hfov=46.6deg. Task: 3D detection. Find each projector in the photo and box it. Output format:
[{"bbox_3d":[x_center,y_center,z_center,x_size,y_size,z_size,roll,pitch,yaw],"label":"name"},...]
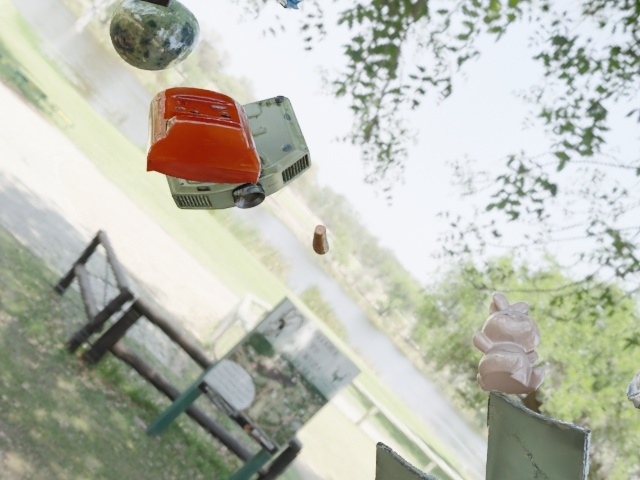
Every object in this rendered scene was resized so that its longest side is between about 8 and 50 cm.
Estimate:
[{"bbox_3d":[-0.161,-0.158,1.403,0.088,0.270,0.193,82,-12,-67],"label":"projector"}]

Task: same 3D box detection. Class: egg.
[{"bbox_3d":[-0.298,-0.382,1.360,0.141,0.141,0.182,47,38,19],"label":"egg"}]

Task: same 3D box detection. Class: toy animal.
[{"bbox_3d":[0.330,0.160,1.307,0.124,0.124,0.212,46,41,-36],"label":"toy animal"}]

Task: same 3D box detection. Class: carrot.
[{"bbox_3d":[0.000,0.000,1.333,0.032,0.032,0.093,47,-15,18],"label":"carrot"}]

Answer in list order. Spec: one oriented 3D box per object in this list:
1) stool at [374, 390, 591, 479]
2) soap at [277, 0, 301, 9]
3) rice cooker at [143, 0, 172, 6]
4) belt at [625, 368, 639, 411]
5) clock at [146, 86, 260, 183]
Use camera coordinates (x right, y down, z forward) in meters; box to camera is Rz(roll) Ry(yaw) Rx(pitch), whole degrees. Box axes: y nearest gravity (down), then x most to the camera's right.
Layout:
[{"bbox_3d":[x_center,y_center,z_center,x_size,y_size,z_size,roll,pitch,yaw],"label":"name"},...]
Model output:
[{"bbox_3d":[0.211,0.380,0.993,0.170,0.244,0.269,17,-68,49],"label":"stool"},{"bbox_3d":[-0.015,-0.503,1.144,0.077,0.293,0.156,28,5,6],"label":"soap"},{"bbox_3d":[-0.208,-0.470,1.039,0.242,0.280,0.227,9,20,-13],"label":"rice cooker"},{"bbox_3d":[0.473,0.169,0.912,0.124,0.128,0.201,43,-41,8],"label":"belt"},{"bbox_3d":[-0.126,-0.119,0.794,0.113,0.061,0.155,5,26,-15],"label":"clock"}]
